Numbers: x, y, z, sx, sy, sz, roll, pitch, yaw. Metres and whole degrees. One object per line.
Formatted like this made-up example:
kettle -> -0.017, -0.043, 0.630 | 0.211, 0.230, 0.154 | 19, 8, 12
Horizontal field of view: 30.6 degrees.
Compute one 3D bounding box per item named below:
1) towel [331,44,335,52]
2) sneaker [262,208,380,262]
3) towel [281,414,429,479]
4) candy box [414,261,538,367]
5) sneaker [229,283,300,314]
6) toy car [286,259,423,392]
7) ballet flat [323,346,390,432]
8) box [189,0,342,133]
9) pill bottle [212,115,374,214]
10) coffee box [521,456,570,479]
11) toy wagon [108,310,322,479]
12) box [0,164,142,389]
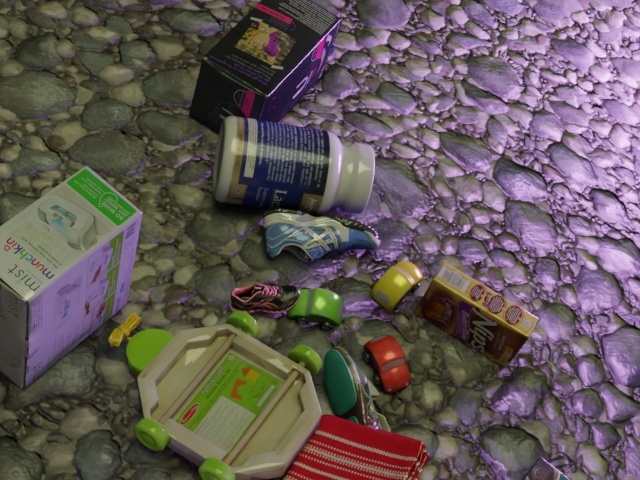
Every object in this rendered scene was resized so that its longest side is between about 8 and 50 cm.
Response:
towel -> -0.020, -0.420, 2.341 | 0.067, 0.029, 0.119 | -11, 60, -23
sneaker -> 0.000, 0.000, 2.032 | 0.211, 0.080, 0.081 | 6, 76, -11
towel -> 0.018, 0.385, 1.713 | 0.199, 0.031, 0.275 | 12, 53, 33
candy box -> 0.263, 0.127, 1.988 | 0.187, 0.109, 0.053 | 30, 53, 6
sneaker -> -0.093, 0.090, 1.925 | 0.119, 0.057, 0.047 | -10, 53, -2
toy car -> 0.055, 0.121, 1.948 | 0.225, 0.053, 0.239 | 11, 65, -1
ballet flat -> 0.066, 0.274, 1.858 | 0.079, 0.077, 0.221 | 3, 58, -37
box -> -0.100, -0.321, 2.160 | 0.143, 0.165, 0.270 | 33, 54, 8
pill bottle -> -0.048, -0.125, 2.046 | 0.265, 0.153, 0.153 | 7, 54, -11
coffee box -> 0.389, 0.441, 1.847 | 0.184, 0.040, 0.113 | 39, 54, 12
toy wagon -> -0.171, 0.225, 1.802 | 0.344, 0.068, 0.267 | 28, 52, 16
box -> -0.396, 0.061, 1.744 | 0.127, 0.262, 0.231 | 39, 55, 13
